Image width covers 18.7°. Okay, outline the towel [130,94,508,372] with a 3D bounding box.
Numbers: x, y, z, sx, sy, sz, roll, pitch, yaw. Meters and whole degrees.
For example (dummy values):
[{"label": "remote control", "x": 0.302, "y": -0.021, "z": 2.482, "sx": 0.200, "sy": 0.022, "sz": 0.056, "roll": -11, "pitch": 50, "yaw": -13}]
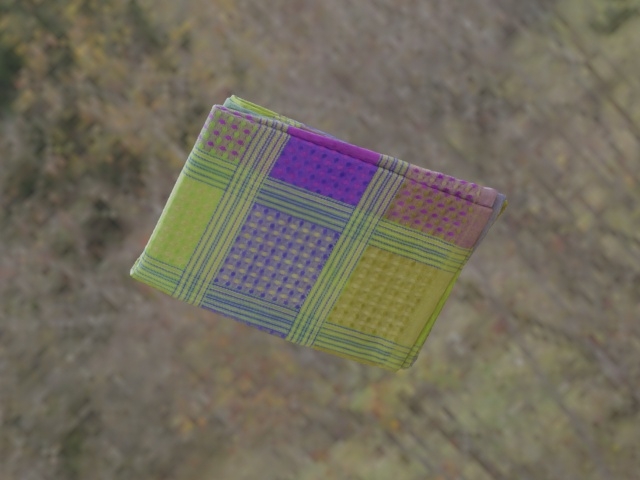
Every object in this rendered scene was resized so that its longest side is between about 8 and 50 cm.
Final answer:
[{"label": "towel", "x": 0.000, "y": 0.000, "z": 0.492, "sx": 0.060, "sy": 0.083, "sz": 0.009, "roll": -62, "pitch": 22, "yaw": 26}]
